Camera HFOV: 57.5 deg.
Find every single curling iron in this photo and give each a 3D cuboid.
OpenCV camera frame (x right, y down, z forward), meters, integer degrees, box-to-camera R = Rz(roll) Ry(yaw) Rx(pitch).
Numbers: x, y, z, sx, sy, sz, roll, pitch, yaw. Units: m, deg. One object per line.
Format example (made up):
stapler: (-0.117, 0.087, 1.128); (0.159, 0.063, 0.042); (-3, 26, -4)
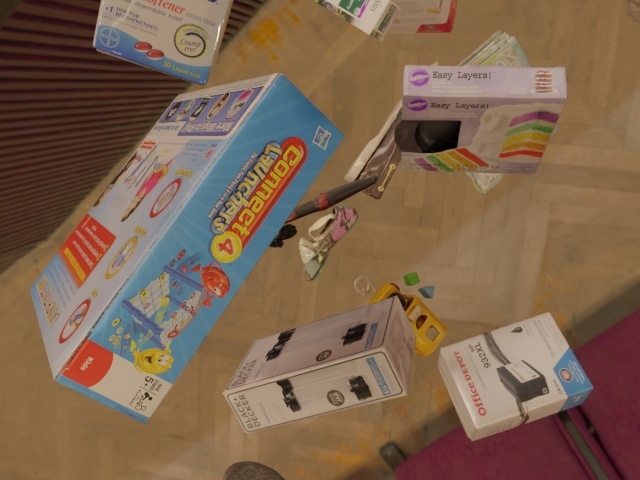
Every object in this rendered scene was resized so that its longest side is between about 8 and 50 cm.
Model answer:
curling iron: (0.001, -0.065, 1.084); (0.035, 0.274, 0.068); (48, 151, 19)

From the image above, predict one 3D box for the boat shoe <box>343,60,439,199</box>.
boat shoe: (0.183, -0.241, 1.283); (0.097, 0.116, 0.324); (36, 89, -4)

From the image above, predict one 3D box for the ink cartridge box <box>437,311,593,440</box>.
ink cartridge box: (0.485, 0.346, 1.490); (0.307, 0.129, 0.223); (-18, 58, -3)

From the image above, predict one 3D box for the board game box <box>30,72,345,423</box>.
board game box: (-0.160, -0.018, 0.605); (0.086, 0.308, 0.302); (39, 80, -29)

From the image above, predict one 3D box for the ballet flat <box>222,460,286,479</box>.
ballet flat: (-0.049, 0.444, 0.970); (0.250, 0.084, 0.058); (24, 146, -3)

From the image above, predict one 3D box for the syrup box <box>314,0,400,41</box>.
syrup box: (0.070, -0.592, 1.430); (0.237, 0.096, 0.093); (38, 111, 17)

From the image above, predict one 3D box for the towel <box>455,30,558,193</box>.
towel: (0.509, -0.377, 1.729); (0.320, 0.090, 0.374); (-39, 111, -4)

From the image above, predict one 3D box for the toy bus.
toy bus: (0.194, 0.169, 1.325); (0.202, 0.104, 0.191); (-2, 86, -25)

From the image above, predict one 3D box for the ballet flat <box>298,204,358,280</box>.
ballet flat: (0.000, 0.000, 1.334); (0.079, 0.077, 0.221); (22, 124, -22)

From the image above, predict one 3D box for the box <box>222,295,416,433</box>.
box: (0.002, 0.204, 0.958); (0.290, 0.169, 0.087); (-20, 106, 23)

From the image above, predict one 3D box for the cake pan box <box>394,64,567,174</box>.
cake pan box: (0.264, -0.204, 1.018); (0.267, 0.246, 0.070); (4, 66, 8)

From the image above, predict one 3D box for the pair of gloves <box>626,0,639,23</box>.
pair of gloves: (0.756, -0.616, 1.314); (0.042, 0.204, 0.240); (-10, 119, -5)

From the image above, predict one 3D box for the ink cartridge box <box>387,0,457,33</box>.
ink cartridge box: (0.245, -0.716, 1.673); (0.226, 0.306, 0.131); (11, 87, 26)

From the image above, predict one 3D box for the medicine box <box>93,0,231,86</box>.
medicine box: (-0.338, -0.540, 1.313); (0.263, 0.149, 0.289); (16, 118, -13)
